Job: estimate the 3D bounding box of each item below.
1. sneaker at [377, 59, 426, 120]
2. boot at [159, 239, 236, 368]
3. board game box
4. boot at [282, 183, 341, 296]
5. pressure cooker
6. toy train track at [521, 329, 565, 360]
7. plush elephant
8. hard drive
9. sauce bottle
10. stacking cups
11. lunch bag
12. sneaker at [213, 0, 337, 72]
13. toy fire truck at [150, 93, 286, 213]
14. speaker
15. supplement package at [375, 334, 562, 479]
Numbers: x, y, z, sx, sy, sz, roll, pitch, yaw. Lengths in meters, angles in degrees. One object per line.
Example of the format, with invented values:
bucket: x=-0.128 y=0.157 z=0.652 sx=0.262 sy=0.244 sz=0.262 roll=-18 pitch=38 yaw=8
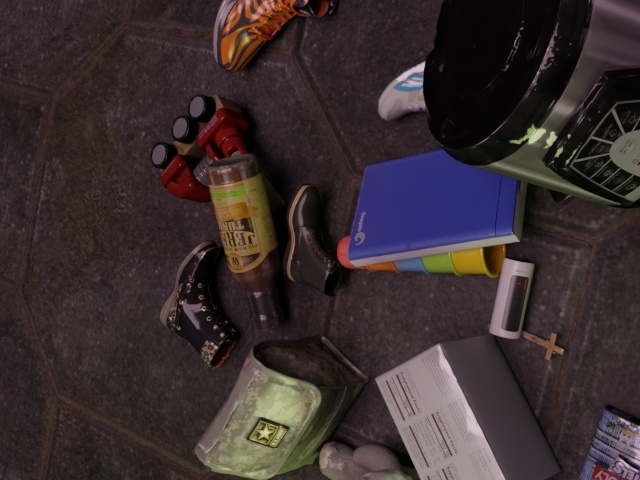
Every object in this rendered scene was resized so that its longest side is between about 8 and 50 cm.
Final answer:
sneaker: x=0.201 y=-0.267 z=1.703 sx=0.228 sy=0.087 sz=0.092 roll=-29 pitch=76 yaw=33
boot: x=-0.232 y=0.135 z=2.001 sx=0.178 sy=0.085 sz=0.236 roll=42 pitch=119 yaw=25
board game box: x=0.502 y=0.390 z=1.500 sx=0.194 sy=0.060 sz=0.194 roll=23 pitch=101 yaw=33
boot: x=0.000 y=0.000 z=1.830 sx=0.137 sy=0.077 sz=0.198 roll=26 pitch=118 yaw=48
pressure cooker: x=0.407 y=-0.243 z=1.370 sx=0.370 sy=0.420 sz=0.375 roll=4 pitch=81 yaw=66
toy train track: x=0.380 y=0.173 z=1.617 sx=0.083 sy=0.014 sz=0.048 roll=25 pitch=110 yaw=38
plush elephant: x=0.095 y=0.501 z=1.662 sx=0.330 sy=0.255 sz=0.272 roll=-9 pitch=84 yaw=34
hard drive: x=0.205 y=-0.070 z=1.666 sx=0.318 sy=0.040 sz=0.210 roll=-10 pitch=53 yaw=34
sauce bottle: x=-0.136 y=0.006 z=1.876 sx=0.111 sy=0.111 sz=0.344 roll=-4 pitch=107 yaw=35
stacking cups: x=0.170 y=0.023 z=1.713 sx=0.316 sy=0.096 sz=0.096 roll=-3 pitch=88 yaw=35
lunch bag: x=-0.080 y=0.312 z=1.769 sx=0.169 sy=0.287 sz=0.235 roll=41 pitch=111 yaw=28
sneaker: x=-0.085 y=-0.454 z=1.879 sx=0.180 sy=0.124 sz=0.321 roll=39 pitch=111 yaw=30
toy fire truck: x=-0.203 y=-0.143 z=1.962 sx=0.217 sy=0.158 sz=0.246 roll=-46 pitch=55 yaw=25
speaker: x=0.328 y=0.097 z=1.628 sx=0.055 sy=0.055 sz=0.136 roll=15 pitch=97 yaw=34
supplement package: x=0.249 y=0.309 z=1.589 sx=0.145 sy=0.204 sz=0.262 roll=-34 pitch=71 yaw=30
